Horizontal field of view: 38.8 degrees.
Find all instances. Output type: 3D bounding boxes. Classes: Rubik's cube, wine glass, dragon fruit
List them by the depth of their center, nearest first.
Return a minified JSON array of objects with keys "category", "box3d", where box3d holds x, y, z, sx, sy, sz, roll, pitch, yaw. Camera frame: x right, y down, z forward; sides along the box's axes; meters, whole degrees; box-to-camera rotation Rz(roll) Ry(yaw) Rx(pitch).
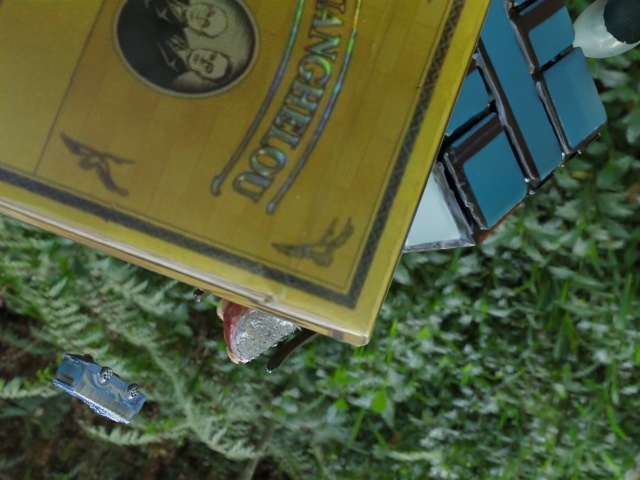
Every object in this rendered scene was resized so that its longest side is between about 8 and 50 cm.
[{"category":"dragon fruit","box3d":[-0.060,0.064,0.831,0.060,0.083,0.056,56,180,-38]},{"category":"Rubik's cube","box3d":[0.094,-0.166,0.986,0.293,0.283,0.289,-7,113,47]},{"category":"wine glass","box3d":[0.501,-0.375,1.508,0.096,0.264,0.309,57,170,-4]}]

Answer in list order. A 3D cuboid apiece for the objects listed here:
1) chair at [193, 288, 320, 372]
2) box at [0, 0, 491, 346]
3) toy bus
[{"category":"chair","box3d":[0.000,0.000,1.207,0.186,0.319,0.160,42,146,19]},{"category":"box","box3d":[-0.087,-0.091,0.426,0.301,0.193,0.084,20,173,3]},{"category":"toy bus","box3d":[-0.297,0.200,1.233,0.051,0.061,0.153,18,159,30]}]
